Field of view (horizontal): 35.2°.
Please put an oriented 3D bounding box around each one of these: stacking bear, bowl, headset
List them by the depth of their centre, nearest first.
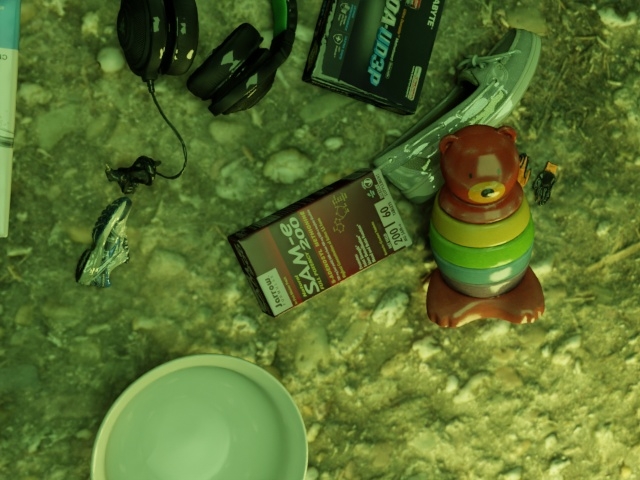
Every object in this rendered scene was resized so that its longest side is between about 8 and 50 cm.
[{"bbox_3d":[-0.183,-0.252,1.397,0.243,0.185,0.394,25,70,-22],"label":"headset"},{"bbox_3d":[-0.177,0.295,1.409,0.297,0.134,0.298,-1,93,-19],"label":"bowl"},{"bbox_3d":[0.231,-0.035,1.449,0.175,0.164,0.289,-4,131,6],"label":"stacking bear"}]

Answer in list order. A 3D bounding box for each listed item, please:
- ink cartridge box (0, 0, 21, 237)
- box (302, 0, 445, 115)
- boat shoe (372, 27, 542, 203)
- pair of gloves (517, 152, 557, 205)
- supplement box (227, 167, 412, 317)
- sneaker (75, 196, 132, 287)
[{"bbox_3d":[-0.501,-0.161,1.273,0.223,0.129,0.308,3,92,-19],"label":"ink cartridge box"},{"bbox_3d":[0.085,-0.316,1.504,0.175,0.051,0.220,17,87,-19],"label":"box"},{"bbox_3d":[0.212,-0.203,1.524,0.103,0.118,0.320,40,89,-16],"label":"boat shoe"},{"bbox_3d":[0.342,-0.099,1.627,0.083,0.010,0.074,16,87,-22],"label":"pair of gloves"},{"bbox_3d":[0.000,0.000,1.484,0.239,0.073,0.130,-28,102,-14],"label":"supplement box"},{"bbox_3d":[-0.289,0.005,1.403,0.058,0.052,0.135,25,92,-28],"label":"sneaker"}]
